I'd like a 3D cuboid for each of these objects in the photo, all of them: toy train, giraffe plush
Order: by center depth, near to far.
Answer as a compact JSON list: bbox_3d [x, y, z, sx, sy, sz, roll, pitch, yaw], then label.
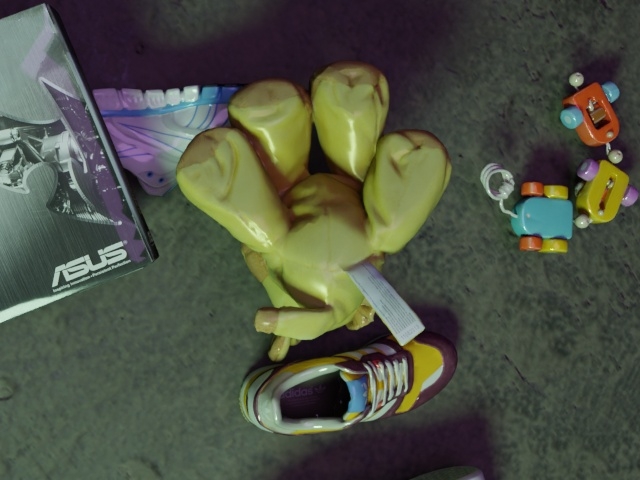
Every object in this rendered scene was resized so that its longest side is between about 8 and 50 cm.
[{"bbox_3d":[0.000,0.000,0.700,0.181,0.170,0.210,-18,74,-12],"label":"giraffe plush"},{"bbox_3d":[0.206,-0.061,0.832,0.166,0.046,0.125,-37,99,-20],"label":"toy train"}]

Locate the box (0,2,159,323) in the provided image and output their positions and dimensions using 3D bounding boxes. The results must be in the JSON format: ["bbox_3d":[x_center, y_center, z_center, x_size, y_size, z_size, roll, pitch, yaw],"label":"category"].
[{"bbox_3d":[-0.247,-0.028,0.631,0.231,0.056,0.183,-21,96,-3],"label":"box"}]

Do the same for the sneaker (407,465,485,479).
[{"bbox_3d":[0.034,0.282,0.726,0.256,0.094,0.151,-14,87,-22],"label":"sneaker"}]

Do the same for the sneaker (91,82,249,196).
[{"bbox_3d":[-0.105,-0.075,0.715,0.191,0.071,0.082,-6,97,-11],"label":"sneaker"}]

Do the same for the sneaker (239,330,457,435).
[{"bbox_3d":[0.034,0.114,0.742,0.186,0.084,0.069,-13,93,-19],"label":"sneaker"}]
